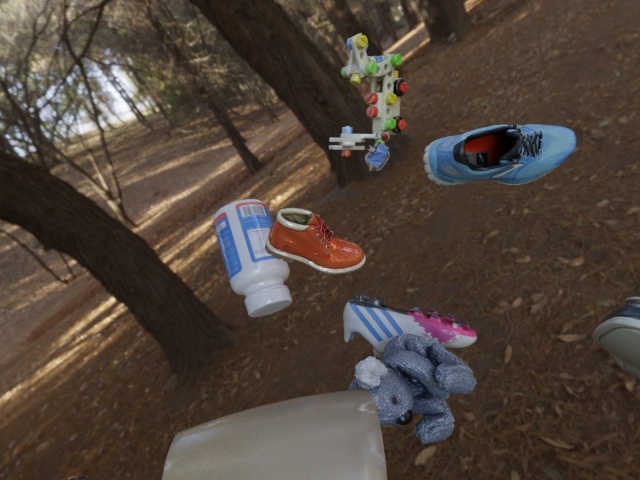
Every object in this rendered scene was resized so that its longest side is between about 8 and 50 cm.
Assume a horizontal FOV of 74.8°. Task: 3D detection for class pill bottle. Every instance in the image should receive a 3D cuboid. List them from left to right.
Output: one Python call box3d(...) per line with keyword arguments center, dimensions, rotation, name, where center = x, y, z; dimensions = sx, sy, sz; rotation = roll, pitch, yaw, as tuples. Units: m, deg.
box3d(center=(-0.136, 0.038, 0.861), dimensions=(0.124, 0.222, 0.124), rotation=(-18, -19, -7), name="pill bottle")

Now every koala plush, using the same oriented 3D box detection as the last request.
box3d(center=(0.141, 0.293, 0.824), dimensions=(0.221, 0.197, 0.203), rotation=(-9, 33, -32), name="koala plush")

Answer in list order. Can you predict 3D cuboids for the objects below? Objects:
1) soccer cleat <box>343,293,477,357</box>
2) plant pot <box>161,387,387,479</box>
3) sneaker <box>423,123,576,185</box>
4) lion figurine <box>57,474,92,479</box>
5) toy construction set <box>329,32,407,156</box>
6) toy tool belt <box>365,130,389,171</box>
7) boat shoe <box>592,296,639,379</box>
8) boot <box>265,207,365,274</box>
box3d(center=(0.206, 0.230, 1.027), dimensions=(0.330, 0.143, 0.116), rotation=(11, 1, 30), name="soccer cleat")
box3d(center=(-0.069, 0.340, 0.584), dimensions=(0.273, 0.257, 0.256), rotation=(2, 19, -4), name="plant pot")
box3d(center=(0.192, -0.087, 0.424), dimensions=(0.161, 0.064, 0.073), rotation=(-11, 3, -10), name="sneaker")
box3d(center=(-0.214, 0.224, 0.100), dimensions=(0.142, 0.241, 0.392), rotation=(0, -16, 12), name="lion figurine")
box3d(center=(0.138, -0.392, 1.181), dimensions=(0.214, 0.328, 0.151), rotation=(-10, 32, -39), name="toy construction set")
box3d(center=(0.125, -0.190, 0.895), dimensions=(0.051, 0.052, 0.083), rotation=(-69, 4, -67), name="toy tool belt")
box3d(center=(0.375, 0.110, 0.455), dimensions=(0.079, 0.254, 0.095), rotation=(-58, 37, -2), name="boat shoe")
box3d(center=(0.000, 0.000, 0.629), dimensions=(0.059, 0.157, 0.085), rotation=(-86, 12, -46), name="boot")
